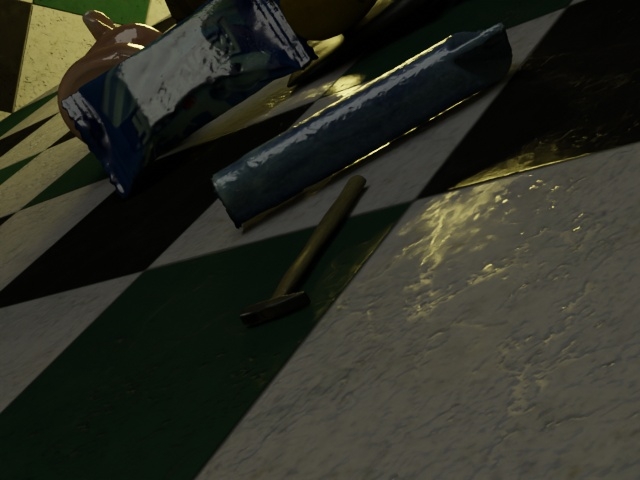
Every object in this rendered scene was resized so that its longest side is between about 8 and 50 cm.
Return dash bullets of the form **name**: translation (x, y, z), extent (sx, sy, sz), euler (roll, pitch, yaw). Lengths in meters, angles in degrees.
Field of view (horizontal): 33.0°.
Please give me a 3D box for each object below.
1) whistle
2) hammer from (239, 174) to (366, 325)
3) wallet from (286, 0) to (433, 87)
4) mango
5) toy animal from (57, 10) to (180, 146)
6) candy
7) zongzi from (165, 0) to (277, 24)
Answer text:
- **whistle**: translation (0.040, -0.110, 1.004), extent (0.304, 0.062, 0.062), euler (-29, 19, 8)
- **hammer**: translation (0.000, 0.000, 0.864), extent (0.062, 0.013, 0.199), euler (-19, 23, 34)
- **wallet**: translation (0.063, -0.292, 1.449), extent (0.245, 0.052, 0.169), euler (-30, 23, 29)
- **mango**: translation (0.034, -0.339, 1.402), extent (0.195, 0.098, 0.137), euler (-39, 20, -4)
- **toy animal**: translation (-0.283, -0.238, 1.639), extent (0.212, 0.195, 0.256), euler (-2, 22, 9)
- **candy**: translation (-0.174, -0.215, 1.446), extent (0.331, 0.187, 0.077), euler (-33, -21, -3)
- **zongzi**: translation (-0.053, -0.565, 2.083), extent (0.467, 0.218, 0.500), euler (-29, 21, -13)
